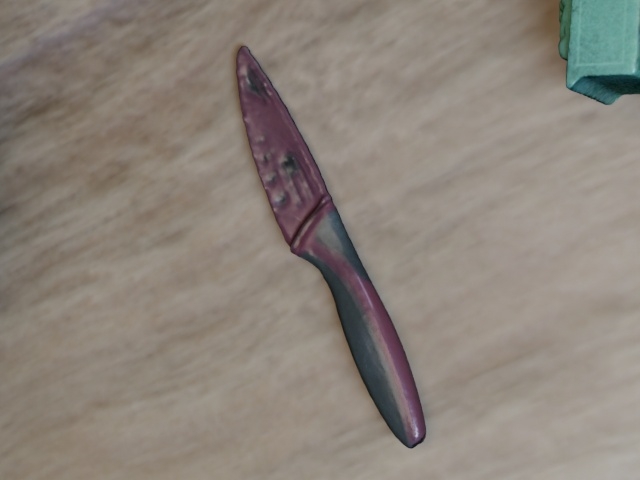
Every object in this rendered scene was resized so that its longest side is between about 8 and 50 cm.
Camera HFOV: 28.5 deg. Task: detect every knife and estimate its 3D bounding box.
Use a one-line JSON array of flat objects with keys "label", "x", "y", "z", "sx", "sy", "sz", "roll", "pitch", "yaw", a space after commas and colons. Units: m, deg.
[{"label": "knife", "x": 0.000, "y": 0.000, "z": 0.690, "sx": 0.035, "sy": 0.018, "sz": 0.247, "roll": -32, "pitch": 71, "yaw": 23}]

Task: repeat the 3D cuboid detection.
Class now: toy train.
[{"label": "toy train", "x": 0.162, "y": -0.144, "z": 0.596, "sx": 0.099, "sy": 0.070, "sz": 0.172, "roll": 3, "pitch": 87, "yaw": 36}]
